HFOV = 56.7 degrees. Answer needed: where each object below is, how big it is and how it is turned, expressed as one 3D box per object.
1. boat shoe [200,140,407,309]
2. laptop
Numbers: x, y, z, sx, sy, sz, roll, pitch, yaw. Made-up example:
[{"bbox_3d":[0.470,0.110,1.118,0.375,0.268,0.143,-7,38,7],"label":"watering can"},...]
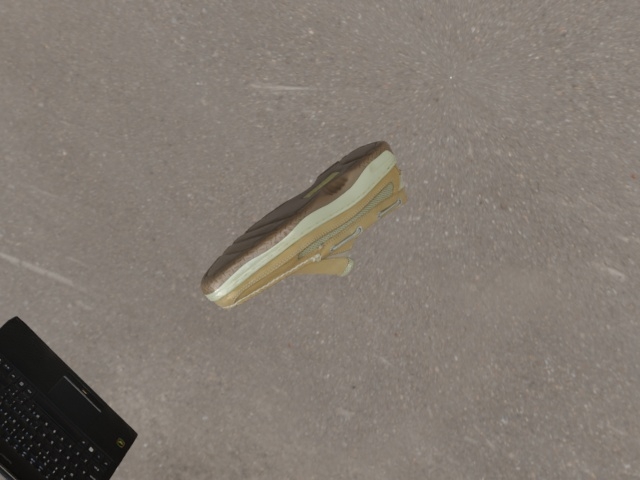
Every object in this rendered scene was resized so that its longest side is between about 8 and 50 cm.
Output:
[{"bbox_3d":[0.000,0.000,0.453,0.190,0.068,0.072,-38,109,-20],"label":"boat shoe"},{"bbox_3d":[-0.302,0.200,0.662,0.137,0.264,0.234,-36,102,20],"label":"laptop"}]
